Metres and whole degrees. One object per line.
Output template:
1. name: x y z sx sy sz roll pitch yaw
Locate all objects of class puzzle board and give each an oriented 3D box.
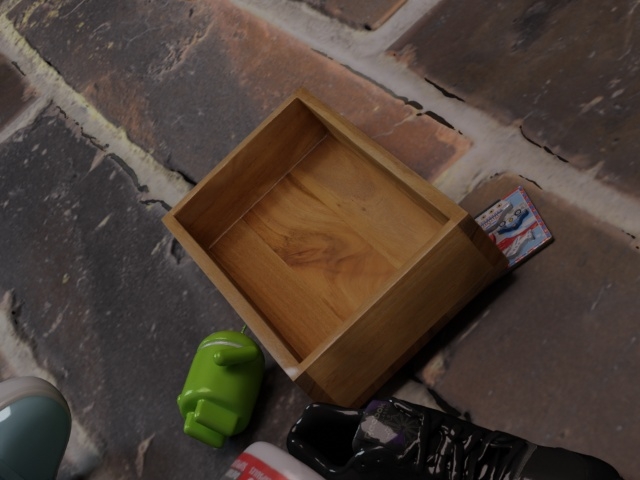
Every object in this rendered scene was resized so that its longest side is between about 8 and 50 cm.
1. puzzle board: 0.138 0.010 1.597 0.128 0.011 0.096 -36 31 9

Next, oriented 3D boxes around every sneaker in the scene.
1. sneaker: 0.085 0.175 1.336 0.283 0.124 0.107 -5 47 45
2. sneaker: -0.330 0.300 1.663 0.150 0.135 0.366 25 79 49

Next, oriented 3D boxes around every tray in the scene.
1. tray: 0.000 0.000 1.694 0.203 0.076 0.411 -44 28 -1

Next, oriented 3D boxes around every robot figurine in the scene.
1. robot figurine: -0.088 0.131 1.644 0.101 0.067 0.115 -54 15 48

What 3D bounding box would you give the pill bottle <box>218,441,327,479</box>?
1. pill bottle: -0.079 0.301 1.319 0.283 0.161 0.161 -48 31 -15
